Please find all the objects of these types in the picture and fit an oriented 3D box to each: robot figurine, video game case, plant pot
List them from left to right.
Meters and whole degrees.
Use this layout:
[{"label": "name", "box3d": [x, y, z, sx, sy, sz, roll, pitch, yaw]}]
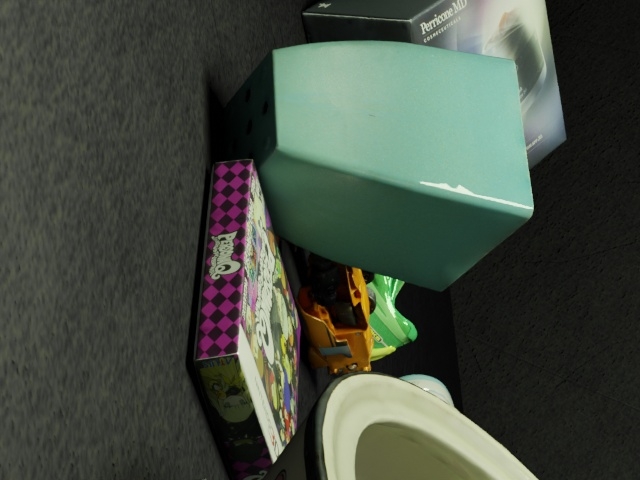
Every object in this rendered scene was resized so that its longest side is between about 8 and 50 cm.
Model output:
[{"label": "video game case", "box3d": [-0.057, 0.084, 1.431, 0.232, 0.042, 0.210, -88, 168, -48]}, {"label": "robot figurine", "box3d": [0.000, 0.000, 1.735, 0.291, 0.085, 0.211, 72, 13, -50]}, {"label": "plant pot", "box3d": [0.040, -0.078, 1.542, 0.166, 0.234, 0.165, -45, -139, 51]}]

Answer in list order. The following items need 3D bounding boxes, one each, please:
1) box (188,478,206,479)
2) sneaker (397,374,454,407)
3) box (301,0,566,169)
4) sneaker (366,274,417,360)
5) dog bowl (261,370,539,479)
[{"label": "box", "box3d": [-0.102, 0.209, 1.044, 0.207, 0.036, 0.114, 18, 64, -80]}, {"label": "sneaker", "box3d": [0.154, 0.354, 2.287, 0.208, 0.127, 0.319, -90, 159, -50]}, {"label": "box", "box3d": [0.154, -0.206, 2.210, 0.296, 0.183, 0.294, -38, 125, -41]}, {"label": "sneaker", "box3d": [0.059, -0.002, 1.983, 0.109, 0.123, 0.295, 58, 24, -68]}, {"label": "dog bowl", "box3d": [0.087, 0.288, 1.085, 0.408, 0.150, 0.408, 43, 19, -19]}]
